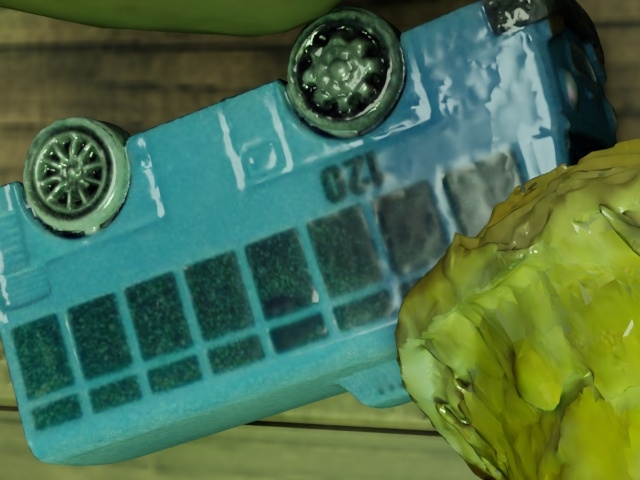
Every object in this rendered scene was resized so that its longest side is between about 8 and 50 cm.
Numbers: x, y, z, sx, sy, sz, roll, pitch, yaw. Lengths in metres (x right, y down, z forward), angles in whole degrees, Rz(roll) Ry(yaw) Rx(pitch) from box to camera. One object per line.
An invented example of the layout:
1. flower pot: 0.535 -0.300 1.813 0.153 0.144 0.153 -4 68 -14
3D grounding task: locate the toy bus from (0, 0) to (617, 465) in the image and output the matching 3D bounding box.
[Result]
1. toy bus: 0.000 0.000 0.626 0.234 0.116 0.134 -19 78 19

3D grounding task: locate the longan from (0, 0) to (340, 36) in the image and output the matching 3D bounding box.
1. longan: -0.071 -0.209 0.560 0.350 0.288 0.288 21 95 61

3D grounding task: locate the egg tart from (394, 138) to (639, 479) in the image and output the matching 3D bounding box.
1. egg tart: 0.154 0.074 0.477 0.294 0.295 0.116 0 61 20
